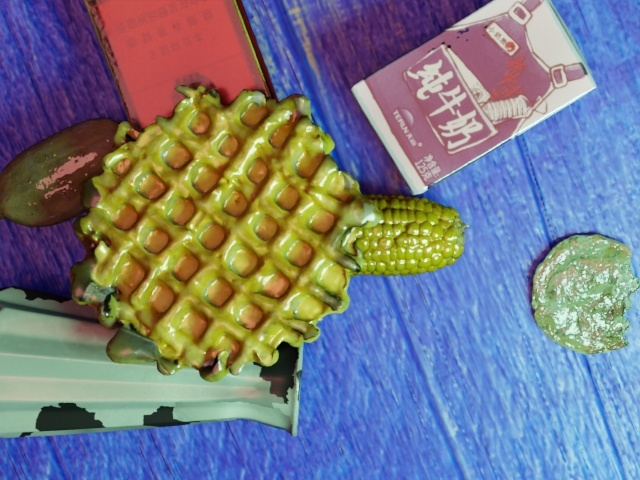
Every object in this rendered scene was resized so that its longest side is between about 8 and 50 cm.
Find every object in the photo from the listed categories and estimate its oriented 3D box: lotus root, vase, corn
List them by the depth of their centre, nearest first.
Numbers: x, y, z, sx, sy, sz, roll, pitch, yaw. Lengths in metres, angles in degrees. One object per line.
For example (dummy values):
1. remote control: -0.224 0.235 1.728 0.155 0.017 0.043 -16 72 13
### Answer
1. corn: -0.001 -0.005 1.754 0.313 0.102 0.102 -5 97 2
2. vase: -0.200 0.138 1.762 0.360 0.165 0.165 4 97 -1
3. lotus root: -0.282 -0.065 1.772 0.183 0.077 0.090 -24 94 5

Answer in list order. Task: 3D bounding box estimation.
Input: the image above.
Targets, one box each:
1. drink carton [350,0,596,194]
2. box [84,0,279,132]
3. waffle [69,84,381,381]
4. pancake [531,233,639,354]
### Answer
1. drink carton: 0.158 -0.159 1.722 0.222 0.102 0.134 -31 92 5
2. box: -0.134 -0.169 1.753 0.153 0.074 0.239 -20 96 2
3. waffle: -0.108 -0.007 1.680 0.329 0.062 0.329 -1 82 9
4. pancake: 0.283 0.056 1.776 0.116 0.022 0.129 13 98 5
